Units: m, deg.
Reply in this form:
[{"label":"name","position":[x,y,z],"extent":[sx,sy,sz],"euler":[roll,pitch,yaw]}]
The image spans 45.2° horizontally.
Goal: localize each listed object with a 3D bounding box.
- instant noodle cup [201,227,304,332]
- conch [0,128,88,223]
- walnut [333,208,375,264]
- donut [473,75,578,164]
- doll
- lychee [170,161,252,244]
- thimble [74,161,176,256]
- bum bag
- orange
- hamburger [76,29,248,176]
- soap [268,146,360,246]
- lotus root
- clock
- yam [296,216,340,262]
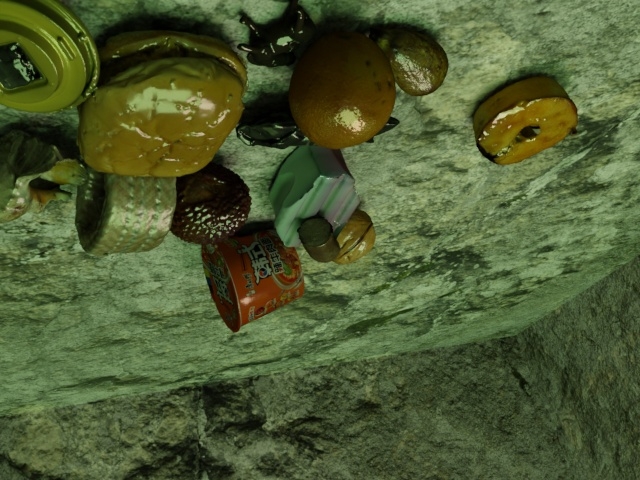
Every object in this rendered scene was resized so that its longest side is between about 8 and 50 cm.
[{"label":"instant noodle cup","position":[-0.169,0.085,1.952],"extent":[0.192,0.250,0.250],"euler":[-19,158,-22]},{"label":"conch","position":[-0.513,-0.109,1.366],"extent":[0.178,0.162,0.245],"euler":[-7,173,19]},{"label":"walnut","position":[0.065,-0.013,2.004],"extent":[0.144,0.144,0.180],"euler":[6,156,-42]},{"label":"donut","position":[0.461,-0.266,1.739],"extent":[0.254,0.118,0.253],"euler":[-15,159,-6]},{"label":"doll","position":[-0.068,-0.339,1.296],"extent":[0.139,0.057,0.165],"euler":[-25,164,13]},{"label":"lychee","position":[-0.249,-0.070,1.607],"extent":[0.188,0.188,0.188],"euler":[-14,156,-7]},{"label":"thimble","position":[-0.374,-0.075,1.476],"extent":[0.148,0.196,0.229],"euler":[1,126,-32]},{"label":"bum bag","position":[0.000,-0.230,1.522],"extent":[0.341,0.095,0.144],"euler":[-5,-179,-24]},{"label":"orange","position":[0.039,-0.265,1.357],"extent":[0.206,0.206,0.206],"euler":[-14,156,-7]},{"label":"hamburger","position":[-0.259,-0.223,1.291],"extent":[0.319,0.158,0.318],"euler":[-15,160,-6]},{"label":"soap","position":[-0.014,-0.103,1.780],"extent":[0.193,0.109,0.324],"euler":[-7,155,-23]},{"label":"lotus root","position":[0.162,-0.336,1.417],"extent":[0.191,0.094,0.108],"euler":[22,101,-49]},{"label":"clock","position":[-0.437,-0.262,1.099],"extent":[0.237,0.057,0.237],"euler":[3,140,2]},{"label":"yam","position":[-0.002,0.003,1.792],"extent":[0.084,0.084,0.127],"euler":[-19,154,3]}]
